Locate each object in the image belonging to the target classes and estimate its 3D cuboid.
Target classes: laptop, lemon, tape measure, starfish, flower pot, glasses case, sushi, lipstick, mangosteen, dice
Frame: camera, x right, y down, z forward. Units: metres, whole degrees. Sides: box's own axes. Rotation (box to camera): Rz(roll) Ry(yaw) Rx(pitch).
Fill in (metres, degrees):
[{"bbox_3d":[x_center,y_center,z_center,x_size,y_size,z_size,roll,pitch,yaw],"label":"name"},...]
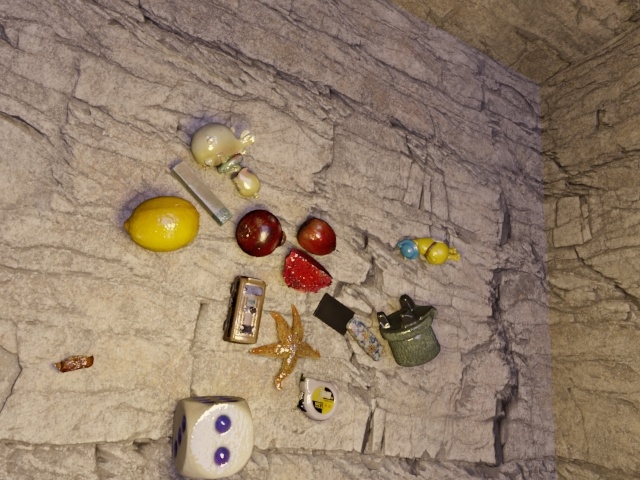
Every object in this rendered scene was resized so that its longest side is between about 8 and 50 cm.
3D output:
[{"bbox_3d":[0.069,0.359,1.973,0.197,0.016,0.135,38,64,-16],"label":"laptop"},{"bbox_3d":[-0.620,-0.066,1.613,0.264,0.236,0.235,-30,92,-6],"label":"lemon"},{"bbox_3d":[-0.015,0.709,1.803,0.196,0.105,0.178,25,61,-21],"label":"tape measure"},{"bbox_3d":[-0.134,0.475,1.801,0.327,0.094,0.374,29,62,-16],"label":"starfish"},{"bbox_3d":[0.447,0.432,1.989,0.299,0.299,0.282,-29,97,-29],"label":"flower pot"},{"bbox_3d":[0.222,0.488,1.987,0.087,0.065,0.247,-43,100,-31],"label":"glasses case"},{"bbox_3d":[-0.888,0.443,1.457,0.121,0.052,0.055,-8,81,-28],"label":"sushi"},{"bbox_3d":[-0.522,-0.203,1.782,0.317,0.068,0.066,49,63,-9],"label":"lipstick"},{"bbox_3d":[-0.254,-0.028,1.813,0.258,0.215,0.214,12,70,-56],"label":"mangosteen"},{"bbox_3d":[-0.408,0.724,1.515,0.243,0.259,0.250,6,74,-27],"label":"dice"}]

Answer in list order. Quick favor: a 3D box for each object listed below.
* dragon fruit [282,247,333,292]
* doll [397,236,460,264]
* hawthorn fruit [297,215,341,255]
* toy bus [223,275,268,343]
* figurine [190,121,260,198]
[{"bbox_3d":[-0.070,0.141,1.888,0.262,0.163,0.189,34,37,-19],"label":"dragon fruit"},{"bbox_3d":[0.593,0.051,2.250,0.364,0.145,0.199,9,34,-15],"label":"doll"},{"bbox_3d":[0.000,0.000,1.931,0.235,0.181,0.181,42,64,-7],"label":"hawthorn fruit"},{"bbox_3d":[-0.318,0.292,1.715,0.140,0.157,0.289,16,72,-23],"label":"toy bus"},{"bbox_3d":[-0.384,-0.358,1.811,0.275,0.226,0.394,-37,107,-2],"label":"figurine"}]
